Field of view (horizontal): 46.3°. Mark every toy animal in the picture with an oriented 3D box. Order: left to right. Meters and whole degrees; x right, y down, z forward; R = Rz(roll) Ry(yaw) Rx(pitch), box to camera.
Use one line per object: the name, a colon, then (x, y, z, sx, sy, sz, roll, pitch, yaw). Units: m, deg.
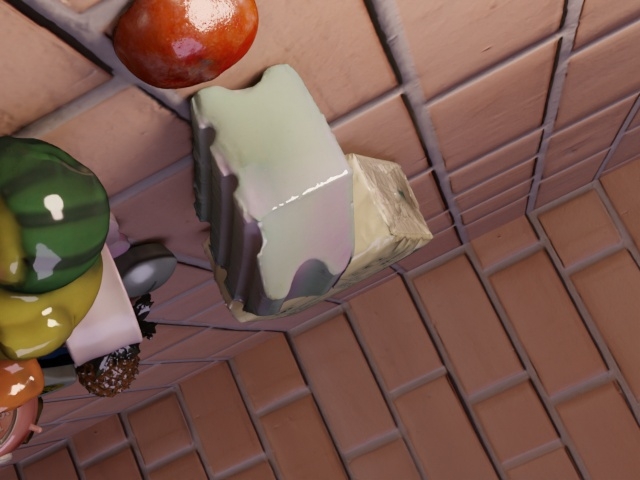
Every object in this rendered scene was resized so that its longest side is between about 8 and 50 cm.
toy animal: (-0.358, 0.026, 0.896, 0.191, 0.216, 0.338, -27, 150, -53)

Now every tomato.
tomato: (-0.134, -0.201, 0.774, 0.156, 0.069, 0.155, -23, 168, -5)

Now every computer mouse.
computer mouse: (-0.368, 0.077, 1.442, 0.128, 0.079, 0.231, -7, 162, -47)

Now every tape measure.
tape measure: (-0.626, 0.292, 1.725, 0.352, 0.097, 0.215, -21, 168, 19)

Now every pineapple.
pineapple: (-0.488, 0.244, 1.766, 0.166, 0.165, 0.364, -17, 156, -32)

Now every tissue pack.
tissue pack: (0.000, 0.000, 1.504, 0.381, 0.207, 0.297, -29, 168, 19)

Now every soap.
soap: (-0.078, -0.032, 1.119, 0.156, 0.261, 0.446, -24, 167, -16)

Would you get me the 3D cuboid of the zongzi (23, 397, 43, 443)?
zongzi: (-0.885, 0.423, 1.845, 0.274, 0.145, 0.300, -17, 147, 36)

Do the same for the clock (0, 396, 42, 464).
clock: (-0.697, 0.349, 1.552, 0.227, 0.241, 0.142, -25, 170, -3)

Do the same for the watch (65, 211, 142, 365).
watch: (-0.367, 0.080, 1.128, 0.211, 0.217, 0.248, -20, 166, -19)
